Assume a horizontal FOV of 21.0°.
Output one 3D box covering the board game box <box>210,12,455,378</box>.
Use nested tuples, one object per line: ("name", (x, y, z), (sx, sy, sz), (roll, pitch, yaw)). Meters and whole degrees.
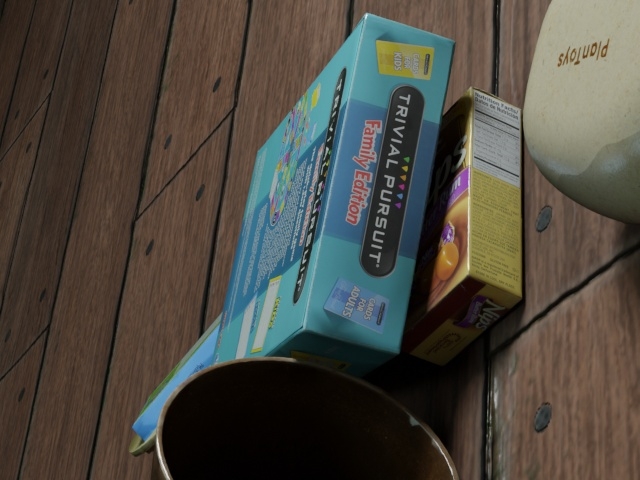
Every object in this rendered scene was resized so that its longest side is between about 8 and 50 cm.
("board game box", (0.000, 0.000, 1.408), (0.336, 0.079, 0.254), (138, 146, -68))

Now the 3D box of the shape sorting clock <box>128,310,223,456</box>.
("shape sorting clock", (-0.112, 0.124, 1.638), (0.206, 0.040, 0.206), (-49, 3, 4))

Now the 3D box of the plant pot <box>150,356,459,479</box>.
("plant pot", (-0.036, 0.240, 1.230), (0.215, 0.215, 0.230), (-100, 23, -54))

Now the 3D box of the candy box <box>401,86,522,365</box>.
("candy box", (0.103, -0.012, 1.310), (0.109, 0.053, 0.187), (-47, 28, 44))

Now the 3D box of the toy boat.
("toy boat", (0.244, -0.159, 1.037), (0.267, 0.148, 0.318), (-164, 88, -73))
